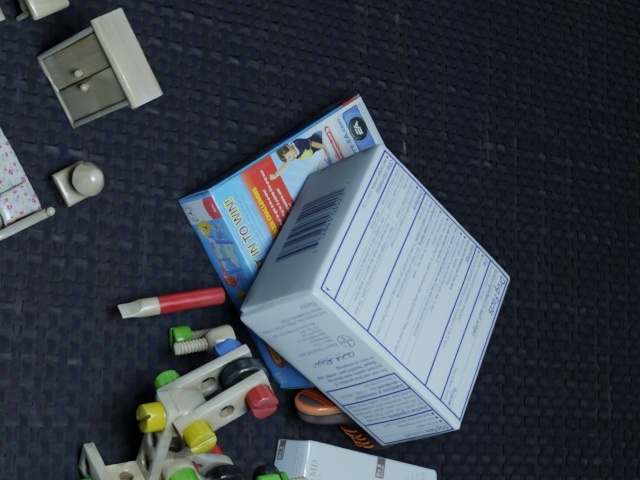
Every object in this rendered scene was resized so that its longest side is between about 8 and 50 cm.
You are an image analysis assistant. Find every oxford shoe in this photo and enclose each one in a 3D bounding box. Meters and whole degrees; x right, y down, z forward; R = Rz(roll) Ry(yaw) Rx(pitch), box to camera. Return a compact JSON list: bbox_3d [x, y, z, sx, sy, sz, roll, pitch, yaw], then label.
[{"bbox_3d":[0.067,0.252,1.838,0.271,0.097,0.098,5,102,-43],"label":"oxford shoe"}]

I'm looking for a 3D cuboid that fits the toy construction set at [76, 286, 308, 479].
[{"bbox_3d":[-0.197,0.219,1.608,0.237,0.257,0.309,-7,67,-24],"label":"toy construction set"}]

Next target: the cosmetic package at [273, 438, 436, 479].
[{"bbox_3d":[0.045,0.354,1.825,0.231,0.085,0.117,18,74,-34],"label":"cosmetic package"}]

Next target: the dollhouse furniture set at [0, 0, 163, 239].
[{"bbox_3d":[-0.389,-0.156,1.527,0.355,0.174,0.303,-32,102,-35],"label":"dollhouse furniture set"}]

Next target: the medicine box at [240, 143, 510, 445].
[{"bbox_3d":[0.080,0.075,1.714,0.289,0.149,0.263,45,49,-23],"label":"medicine box"}]

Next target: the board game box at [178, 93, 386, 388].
[{"bbox_3d":[0.000,0.000,1.842,0.302,0.086,0.308,-35,104,-34],"label":"board game box"}]
